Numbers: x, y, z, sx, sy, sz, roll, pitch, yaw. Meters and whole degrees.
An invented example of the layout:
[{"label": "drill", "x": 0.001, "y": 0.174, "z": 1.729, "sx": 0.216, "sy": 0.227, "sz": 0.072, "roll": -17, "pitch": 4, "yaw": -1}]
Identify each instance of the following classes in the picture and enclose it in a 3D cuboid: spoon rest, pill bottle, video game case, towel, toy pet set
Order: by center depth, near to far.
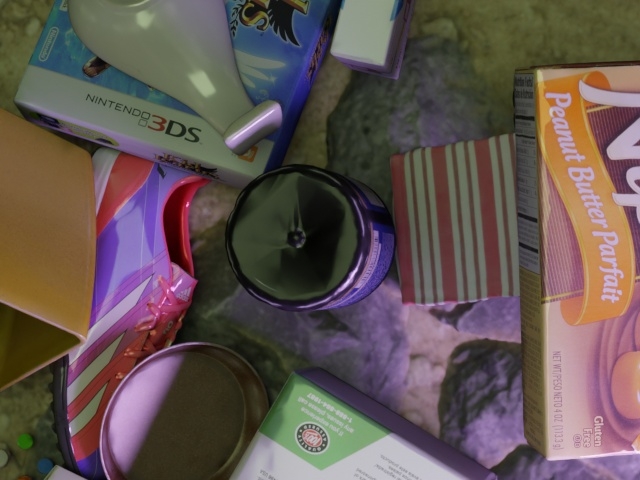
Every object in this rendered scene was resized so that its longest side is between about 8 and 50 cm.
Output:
[{"label": "pill bottle", "x": 0.000, "y": 0.000, "z": 1.478, "sx": 0.123, "sy": 0.219, "sz": 0.122, "roll": 0, "pitch": 88, "yaw": 11}, {"label": "spoon rest", "x": -0.123, "y": -0.172, "z": 1.483, "sx": 0.137, "sy": 0.084, "sz": 0.276, "roll": -35, "pitch": 61, "yaw": -5}, {"label": "towel", "x": 0.139, "y": -0.018, "z": 1.498, "sx": 0.197, "sy": 0.029, "sz": 0.144, "roll": -7, "pitch": 86, "yaw": 47}, {"label": "video game case", "x": -0.117, "y": -0.203, "z": 1.554, "sx": 0.244, "sy": 0.061, "sz": 0.269, "roll": 18, "pitch": 77, "yaw": 10}, {"label": "toy pet set", "x": -0.343, "y": 0.213, "z": 1.634, "sx": 0.114, "sy": 0.065, "sz": 0.122, "roll": -37, "pitch": 84, "yaw": -27}]

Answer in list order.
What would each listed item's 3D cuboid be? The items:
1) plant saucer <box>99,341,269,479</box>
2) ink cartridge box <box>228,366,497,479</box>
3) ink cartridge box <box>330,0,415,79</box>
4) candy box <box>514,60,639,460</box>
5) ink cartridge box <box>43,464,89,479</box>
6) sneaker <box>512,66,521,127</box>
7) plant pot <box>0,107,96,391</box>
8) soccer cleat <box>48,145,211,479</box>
[{"label": "plant saucer", "x": -0.128, "y": 0.171, "z": 1.557, "sx": 0.168, "sy": 0.029, "sz": 0.168, "roll": -7, "pitch": 106, "yaw": -26}, {"label": "ink cartridge box", "x": 0.001, "y": 0.283, "z": 1.524, "sx": 0.201, "sy": 0.117, "sz": 0.278, "roll": 31, "pitch": 94, "yaw": 10}, {"label": "ink cartridge box", "x": 0.050, "y": -0.198, "z": 1.523, "sx": 0.052, "sy": 0.122, "sz": 0.088, "roll": 13, "pitch": 92, "yaw": 7}, {"label": "candy box", "x": 0.258, "y": 0.012, "z": 1.378, "sx": 0.183, "sy": 0.087, "sz": 0.316, "roll": -3, "pitch": 95, "yaw": -7}, {"label": "ink cartridge box", "x": -0.217, "y": 0.281, "z": 1.558, "sx": 0.099, "sy": 0.135, "sz": 0.056, "roll": 24, "pitch": 49, "yaw": 10}, {"label": "sneaker", "x": 0.221, "y": -0.098, "z": 1.491, "sx": 0.071, "sy": 0.170, "sz": 0.068, "roll": -15, "pitch": 130, "yaw": -15}, {"label": "plant pot", "x": -0.316, "y": -0.008, "z": 1.503, "sx": 0.212, "sy": 0.212, "sz": 0.187, "roll": 27, "pitch": 60, "yaw": -24}, {"label": "soccer cleat", "x": -0.174, "y": 0.072, "z": 1.569, "sx": 0.116, "sy": 0.108, "sz": 0.318, "roll": 5, "pitch": 86, "yaw": 14}]
